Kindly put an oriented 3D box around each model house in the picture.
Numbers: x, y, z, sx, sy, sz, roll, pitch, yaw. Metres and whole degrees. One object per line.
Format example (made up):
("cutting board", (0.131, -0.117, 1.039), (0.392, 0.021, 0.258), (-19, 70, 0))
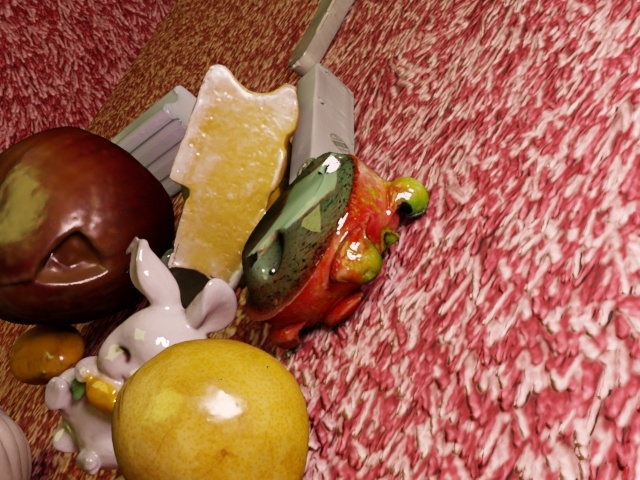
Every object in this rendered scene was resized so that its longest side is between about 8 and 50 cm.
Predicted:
("model house", (-0.236, 0.051, 1.570), (0.106, 0.165, 0.152), (-69, 23, -1))

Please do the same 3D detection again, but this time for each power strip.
("power strip", (0.004, -0.159, 1.506), (0.062, 0.091, 0.385), (-40, 25, 25))
("power strip", (0.007, -0.447, 2.000), (0.080, 0.048, 0.286), (-22, 35, 52))

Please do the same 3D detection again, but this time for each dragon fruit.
("dragon fruit", (0.000, 0.000, 1.233), (0.295, 0.130, 0.268), (-43, 19, 18))

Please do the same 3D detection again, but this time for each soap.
("soap", (-0.340, -0.195, 2.084), (0.289, 0.173, 0.095), (-29, 30, 41))
("soap", (-0.133, -0.097, 1.454), (0.339, 0.169, 0.304), (-114, 43, -82))

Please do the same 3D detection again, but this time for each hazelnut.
("hazelnut", (-0.491, -0.027, 1.809), (0.429, 0.402, 0.402), (2, 55, 50))

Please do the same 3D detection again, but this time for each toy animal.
("toy animal", (-0.242, 0.168, 1.302), (0.325, 0.208, 0.154), (-67, -17, 7))

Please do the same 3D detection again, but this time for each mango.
("mango", (-0.530, 0.225, 1.874), (0.147, 0.109, 0.227), (-31, 16, -20))

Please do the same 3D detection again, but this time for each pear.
("pear", (-0.109, 0.207, 1.017), (0.209, 0.209, 0.209), (-40, 25, 23))

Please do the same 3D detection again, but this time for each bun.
("bun", (-0.566, 0.424, 1.581), (0.263, 0.175, 0.263), (-45, -15, -16))

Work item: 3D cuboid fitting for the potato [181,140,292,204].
("potato", (-0.136, -0.113, 1.612), (0.197, 0.148, 0.228), (-32, 33, 8))

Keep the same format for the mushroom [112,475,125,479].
("mushroom", (-0.205, 0.341, 1.093), (0.154, 0.122, 0.154), (-7, 77, 29))

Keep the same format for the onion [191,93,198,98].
("onion", (-0.281, -0.266, 2.163), (0.131, 0.131, 0.131), (-40, 25, 23))
